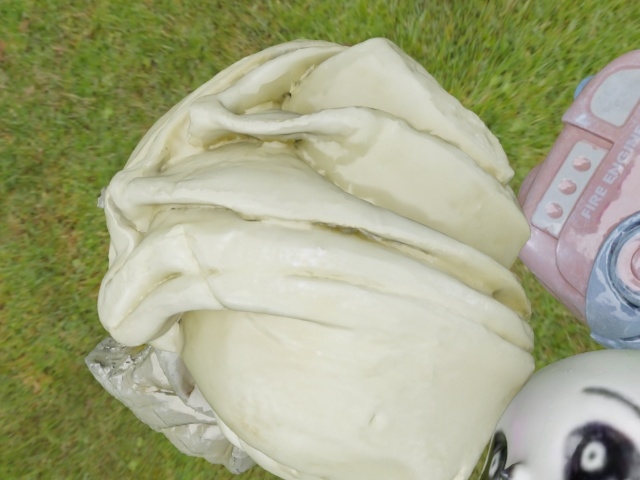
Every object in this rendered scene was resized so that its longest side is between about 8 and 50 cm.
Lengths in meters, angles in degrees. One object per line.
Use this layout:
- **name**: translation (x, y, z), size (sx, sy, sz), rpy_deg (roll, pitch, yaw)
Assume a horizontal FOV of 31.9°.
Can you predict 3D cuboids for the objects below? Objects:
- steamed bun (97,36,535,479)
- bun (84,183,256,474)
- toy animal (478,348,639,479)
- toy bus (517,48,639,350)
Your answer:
- **steamed bun**: translation (0.003, 0.001, 0.691), size (0.276, 0.289, 0.203), rpy_deg (11, 136, -6)
- **bun**: translation (-0.064, 0.066, 0.976), size (0.281, 0.205, 0.282), rpy_deg (-6, 114, -13)
- **toy animal**: translation (0.221, 0.229, 0.760), size (0.250, 0.251, 0.310), rpy_deg (-4, 83, 6)
- **toy bus**: translation (0.303, -0.047, 1.023), size (0.232, 0.197, 0.294), rpy_deg (34, 95, 39)
